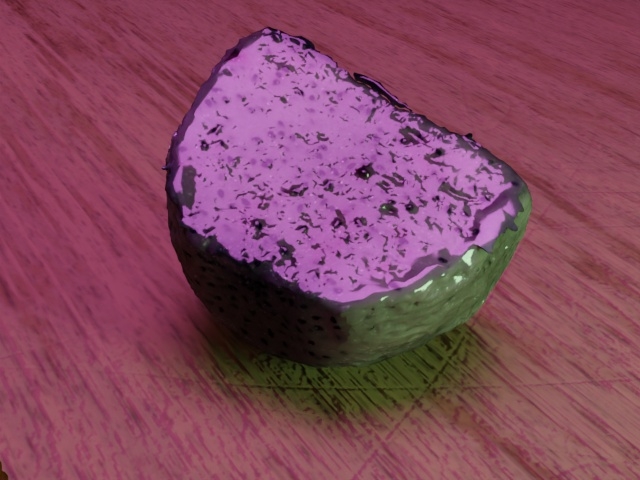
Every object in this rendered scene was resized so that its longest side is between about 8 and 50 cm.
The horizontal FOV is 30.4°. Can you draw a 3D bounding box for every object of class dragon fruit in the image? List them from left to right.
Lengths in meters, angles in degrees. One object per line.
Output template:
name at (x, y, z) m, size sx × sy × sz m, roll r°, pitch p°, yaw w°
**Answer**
dragon fruit at (0.000, 0.000, 0.956) m, size 0.283 × 0.204 × 0.221 m, roll 30°, pitch 59°, yaw 14°

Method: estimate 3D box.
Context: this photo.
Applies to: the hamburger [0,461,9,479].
hamburger at (-0.255, 0.164, 0.483) m, size 0.290 × 0.225 × 0.291 m, roll 3°, pitch 32°, yaw -2°
